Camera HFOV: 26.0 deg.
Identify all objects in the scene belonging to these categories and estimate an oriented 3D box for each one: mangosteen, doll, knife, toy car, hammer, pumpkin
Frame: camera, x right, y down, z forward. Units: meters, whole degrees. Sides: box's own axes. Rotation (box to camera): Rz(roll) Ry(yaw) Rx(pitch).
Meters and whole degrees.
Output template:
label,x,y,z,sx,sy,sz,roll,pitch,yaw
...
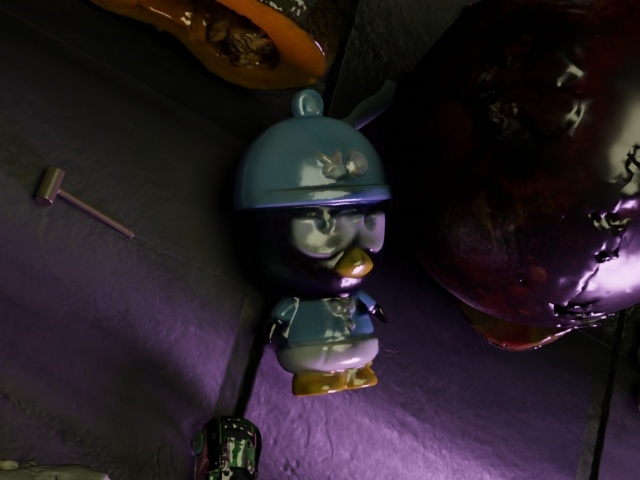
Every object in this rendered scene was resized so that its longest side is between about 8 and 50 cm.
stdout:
label,x,y,z,sx,sy,sz,roll,pitch,yaw
mangosteen,0.245,-0.079,1.493,0.381,0.421,0.381,2,67,-5
doll,0.000,0.000,1.430,0.177,0.141,0.314,-6,89,-37
knife,0.022,-0.124,1.550,0.210,0.015,0.028,-40,109,-34
toy car,-0.090,0.243,1.362,0.069,0.055,0.142,12,71,-30
hammer,-0.228,-0.031,1.352,0.110,0.019,0.035,34,62,-31
pumpkin,-0.102,-0.284,1.366,0.317,0.222,0.139,32,56,-23

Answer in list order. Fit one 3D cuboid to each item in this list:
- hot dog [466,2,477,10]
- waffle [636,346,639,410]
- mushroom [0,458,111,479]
label,x,y,z,sx,sy,sz,roll,pitch,yaw
hot dog,0.198,-0.253,1.693,0.058,0.035,0.083,17,70,-28
waffle,0.536,0.177,1.825,0.309,0.056,0.292,37,61,-22
mushroom,-0.290,0.225,1.200,0.278,0.096,0.099,19,68,-27
